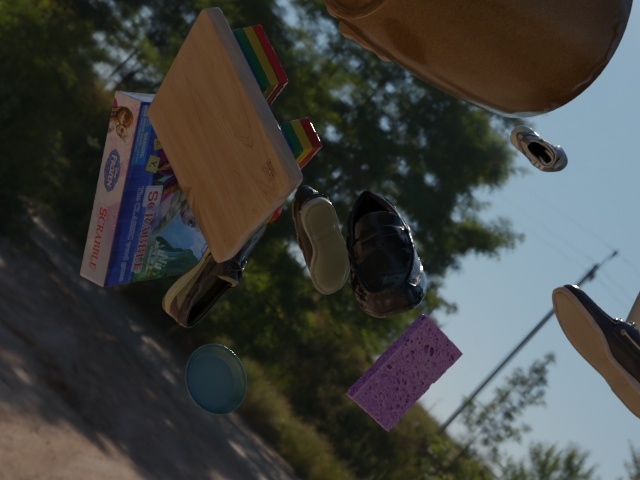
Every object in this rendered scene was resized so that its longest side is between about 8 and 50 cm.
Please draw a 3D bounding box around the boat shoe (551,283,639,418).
[{"bbox_3d":[0.374,0.132,1.146,0.206,0.065,0.075,53,-18,5],"label":"boat shoe"}]

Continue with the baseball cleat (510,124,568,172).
[{"bbox_3d":[0.502,-0.184,2.023,0.206,0.072,0.109,21,24,-38],"label":"baseball cleat"}]

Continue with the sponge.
[{"bbox_3d":[0.159,0.249,1.702,0.117,0.210,0.031,47,-6,-26],"label":"sponge"}]

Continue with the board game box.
[{"bbox_3d":[-0.252,-0.092,1.577,0.066,0.319,0.318,24,18,29],"label":"board game box"}]

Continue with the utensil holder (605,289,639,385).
[{"bbox_3d":[0.705,0.116,1.530,0.327,0.385,0.327,16,18,-5],"label":"utensil holder"}]

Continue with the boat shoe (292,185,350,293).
[{"bbox_3d":[0.000,0.000,1.633,0.069,0.081,0.228,53,-20,45],"label":"boat shoe"}]

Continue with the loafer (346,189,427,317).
[{"bbox_3d":[0.060,0.010,0.937,0.223,0.076,0.078,-96,168,-69],"label":"loafer"}]

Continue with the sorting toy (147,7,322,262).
[{"bbox_3d":[-0.113,-0.140,1.233,0.255,0.089,0.257,-43,-110,53],"label":"sorting toy"}]

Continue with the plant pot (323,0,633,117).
[{"bbox_3d":[0.128,-0.247,0.856,0.254,0.237,0.237,0,29,-44],"label":"plant pot"}]

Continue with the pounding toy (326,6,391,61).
[{"bbox_3d":[0.124,-0.444,1.686,0.269,0.154,0.155,40,-5,36],"label":"pounding toy"}]

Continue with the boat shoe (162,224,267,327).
[{"bbox_3d":[-0.158,0.050,1.463,0.073,0.223,0.080,42,-2,34],"label":"boat shoe"}]

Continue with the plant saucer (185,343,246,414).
[{"bbox_3d":[-0.177,0.231,1.495,0.119,0.119,0.021,46,-42,-16],"label":"plant saucer"}]
